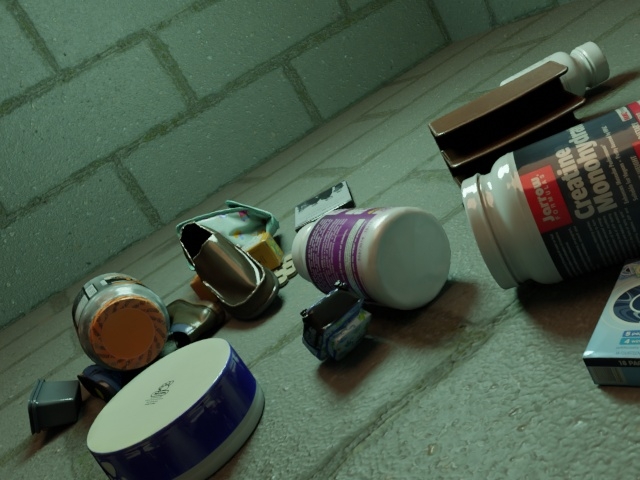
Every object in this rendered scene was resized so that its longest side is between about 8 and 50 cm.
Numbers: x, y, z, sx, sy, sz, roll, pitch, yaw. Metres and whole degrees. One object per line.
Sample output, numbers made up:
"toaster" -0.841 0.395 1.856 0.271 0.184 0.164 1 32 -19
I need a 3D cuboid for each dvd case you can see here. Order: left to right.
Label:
"dvd case" 0.008 -0.099 1.790 0.179 0.030 0.239 -28 18 7

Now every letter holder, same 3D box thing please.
"letter holder" 0.410 -0.233 1.311 0.301 0.152 0.214 -26 19 11

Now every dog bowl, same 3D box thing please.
"dog bowl" -0.227 0.276 0.975 0.265 0.104 0.265 -27 18 9

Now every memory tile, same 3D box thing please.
"memory tile" -0.084 0.071 1.484 0.113 0.012 0.148 -11 26 48

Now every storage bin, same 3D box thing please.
"storage bin" -0.577 0.363 1.349 0.091 0.098 0.135 -5 12 -13

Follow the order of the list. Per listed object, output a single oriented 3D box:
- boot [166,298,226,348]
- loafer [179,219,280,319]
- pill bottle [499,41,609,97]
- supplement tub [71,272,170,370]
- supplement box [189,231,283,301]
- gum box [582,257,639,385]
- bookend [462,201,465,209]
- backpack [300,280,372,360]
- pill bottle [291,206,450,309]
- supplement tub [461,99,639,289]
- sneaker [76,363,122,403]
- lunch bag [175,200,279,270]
"boot" -0.327 0.193 1.418 0.219 0.082 0.106 -12 21 40
"loafer" -0.231 0.061 1.403 0.134 0.130 0.366 -51 42 -10
"pill bottle" 0.570 -0.382 1.500 0.229 0.131 0.131 -28 17 7
"supplement tub" -0.456 0.183 1.401 0.193 0.194 0.316 -36 18 -19
"supplement box" -0.209 0.073 1.550 0.233 0.078 0.080 -29 14 15
"gum box" 0.385 0.078 0.647 0.157 0.041 0.184 -12 26 46
"bookend" 0.352 -0.061 1.044 0.157 0.072 0.156 -31 18 -7
"backpack" 0.023 0.139 0.973 0.105 0.084 0.114 -37 -22 -29
"pill bottle" 0.072 0.025 1.091 0.169 0.169 0.301 -38 19 -25
"supplement tub" 0.349 -0.054 0.825 0.272 0.191 0.191 -22 19 23
"sneaker" -0.471 0.303 1.361 0.082 0.069 0.209 -36 17 -31
"lunch bag" -0.242 -0.016 1.698 0.262 0.160 0.223 -22 -4 -2
